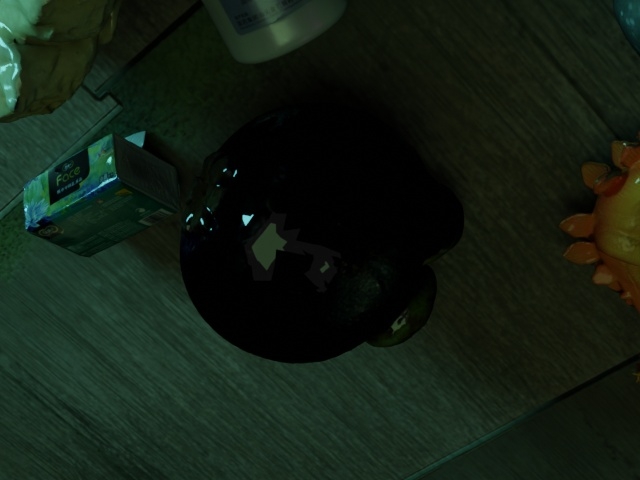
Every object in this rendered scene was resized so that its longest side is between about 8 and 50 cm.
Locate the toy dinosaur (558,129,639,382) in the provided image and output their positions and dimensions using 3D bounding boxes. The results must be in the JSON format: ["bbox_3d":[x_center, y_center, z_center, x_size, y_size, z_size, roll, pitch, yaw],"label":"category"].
[{"bbox_3d":[0.263,-0.014,0.848,0.117,0.070,0.288,15,119,13],"label":"toy dinosaur"}]

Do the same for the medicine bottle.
[{"bbox_3d":[-0.061,-0.234,0.743,0.103,0.103,0.186,-19,116,20],"label":"medicine bottle"}]

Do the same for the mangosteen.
[{"bbox_3d":[0.000,0.000,0.822,0.243,0.243,0.243,4,122,7],"label":"mangosteen"}]

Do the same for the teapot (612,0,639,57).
[{"bbox_3d":[0.332,-0.259,0.578,0.300,0.253,0.344,8,119,23],"label":"teapot"}]

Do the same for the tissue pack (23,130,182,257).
[{"bbox_3d":[-0.196,-0.048,0.899,0.111,0.079,0.085,-26,149,24],"label":"tissue pack"}]

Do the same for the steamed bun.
[{"bbox_3d":[-0.220,-0.240,0.729,0.292,0.137,0.295,-43,71,46],"label":"steamed bun"}]
